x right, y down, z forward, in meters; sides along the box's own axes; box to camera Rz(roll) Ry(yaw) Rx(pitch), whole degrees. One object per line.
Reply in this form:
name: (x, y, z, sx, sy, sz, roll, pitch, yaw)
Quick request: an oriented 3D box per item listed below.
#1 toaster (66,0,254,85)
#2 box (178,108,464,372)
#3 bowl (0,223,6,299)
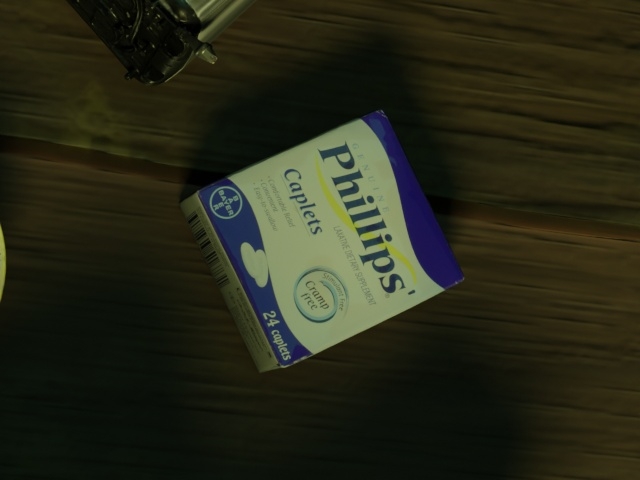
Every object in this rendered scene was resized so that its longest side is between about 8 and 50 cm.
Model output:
toaster: (-0.107, -0.189, 1.145, 0.110, 0.168, 0.185, -42, 93, -16)
box: (0.000, 0.000, 1.195, 0.137, 0.072, 0.126, -26, 90, -16)
bowl: (-0.278, 0.018, 1.123, 0.170, 0.080, 0.170, 2, 81, -13)
